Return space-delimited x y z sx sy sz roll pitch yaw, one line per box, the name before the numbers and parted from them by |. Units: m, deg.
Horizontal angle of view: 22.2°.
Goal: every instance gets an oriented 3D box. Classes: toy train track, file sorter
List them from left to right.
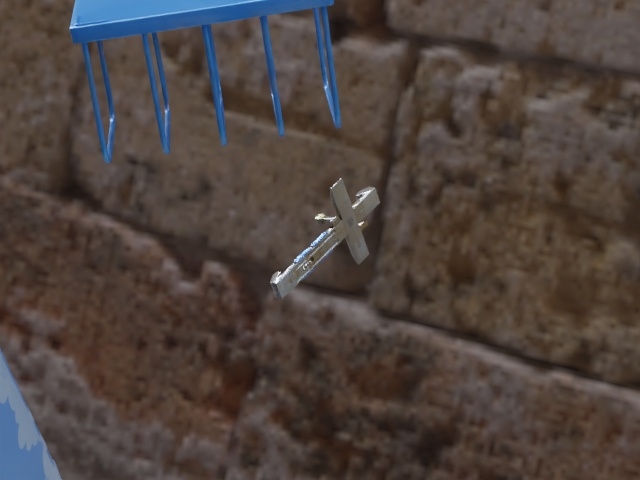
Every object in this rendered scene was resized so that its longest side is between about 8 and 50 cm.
file sorter | -0.074 -0.126 1.114 0.170 0.104 0.118 -9 24 -1
toy train track | 0.000 0.000 0.818 0.014 0.048 0.083 10 42 40

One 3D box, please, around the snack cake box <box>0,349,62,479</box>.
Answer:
snack cake box | -0.205 0.142 0.787 0.152 0.089 0.264 2 -33 6
